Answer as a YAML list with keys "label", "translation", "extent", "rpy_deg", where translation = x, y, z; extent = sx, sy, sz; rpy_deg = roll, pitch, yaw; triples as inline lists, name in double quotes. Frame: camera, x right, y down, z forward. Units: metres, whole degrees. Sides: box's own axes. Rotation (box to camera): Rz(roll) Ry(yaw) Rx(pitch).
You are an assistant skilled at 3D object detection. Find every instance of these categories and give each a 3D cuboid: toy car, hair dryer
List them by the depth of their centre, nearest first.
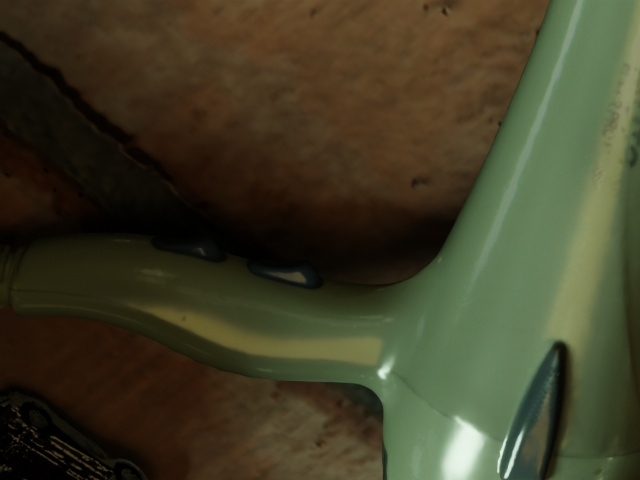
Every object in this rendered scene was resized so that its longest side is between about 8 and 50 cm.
- label: "hair dryer"
  translation: [0.036, -0.019, 0.607]
  extent: [0.298, 0.119, 0.296]
  rpy_deg: [31, 112, -8]
- label: "toy car"
  translation: [-0.115, 0.104, 0.710]
  extent: [0.093, 0.025, 0.041]
  rpy_deg: [38, 116, -22]
